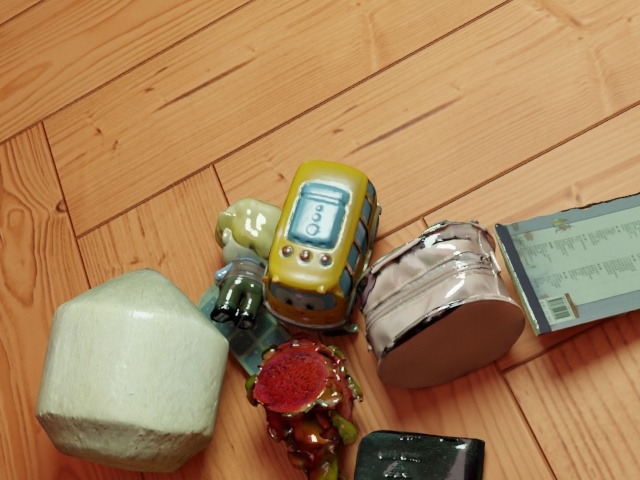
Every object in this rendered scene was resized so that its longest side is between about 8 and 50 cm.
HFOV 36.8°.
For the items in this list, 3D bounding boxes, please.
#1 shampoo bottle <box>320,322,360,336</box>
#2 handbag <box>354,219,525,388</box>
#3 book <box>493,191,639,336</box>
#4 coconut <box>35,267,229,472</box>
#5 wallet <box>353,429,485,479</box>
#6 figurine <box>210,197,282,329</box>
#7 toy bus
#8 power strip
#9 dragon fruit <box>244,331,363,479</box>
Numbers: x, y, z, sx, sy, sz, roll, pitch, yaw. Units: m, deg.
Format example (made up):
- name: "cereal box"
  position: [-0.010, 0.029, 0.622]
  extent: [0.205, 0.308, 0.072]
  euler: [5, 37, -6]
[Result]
- name: "shampoo bottle"
  position: [0.011, 0.032, 1.325]
  extent: [0.063, 0.057, 0.207]
  euler: [-9, 66, 5]
- name: "handbag"
  position: [0.144, 0.083, 1.187]
  extent: [0.205, 0.179, 0.116]
  euler: [-35, 51, 19]
- name: "book"
  position: [0.345, 0.024, 1.182]
  extent: [0.231, 0.026, 0.157]
  euler: [-13, 60, -7]
- name: "coconut"
  position: [-0.239, 0.165, 1.259]
  extent: [0.237, 0.237, 0.266]
  euler: [0, 75, 20]
- name: "wallet"
  position: [0.103, 0.385, 1.146]
  extent: [0.172, 0.045, 0.318]
  euler: [1, 67, 19]
- name: "figurine"
  position: [-0.097, 0.034, 1.319]
  extent: [0.114, 0.108, 0.196]
  euler: [13, 55, -5]
- name: "toy bus"
  position: [0.000, 0.000, 1.231]
  extent: [0.126, 0.136, 0.209]
  euler: [13, 66, 10]
- name: "power strip"
  position: [-0.089, 0.135, 1.333]
  extent: [0.080, 0.029, 0.227]
  euler: [-44, 61, -2]
- name: "dragon fruit"
  position: [-0.011, 0.220, 1.213]
  extent: [0.133, 0.150, 0.207]
  euler: [-21, 86, 25]
